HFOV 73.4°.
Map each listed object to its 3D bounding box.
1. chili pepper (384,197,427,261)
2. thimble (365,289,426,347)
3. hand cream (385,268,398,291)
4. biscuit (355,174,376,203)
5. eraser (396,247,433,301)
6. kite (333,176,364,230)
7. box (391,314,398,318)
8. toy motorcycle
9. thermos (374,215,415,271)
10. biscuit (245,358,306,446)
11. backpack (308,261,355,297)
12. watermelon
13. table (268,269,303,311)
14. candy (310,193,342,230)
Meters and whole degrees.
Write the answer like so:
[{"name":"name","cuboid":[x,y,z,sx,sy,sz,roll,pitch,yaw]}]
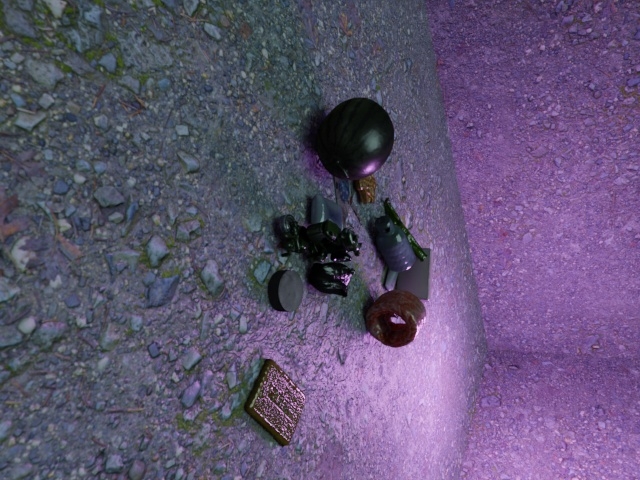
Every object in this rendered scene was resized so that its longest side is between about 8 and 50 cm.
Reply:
[{"name":"chili pepper","cuboid":[0.408,-0.050,2.114,0.359,0.076,0.085,55,24,-1]},{"name":"thimble","cuboid":[0.325,0.339,1.866,0.162,0.239,0.239,-40,120,-54]},{"name":"hand cream","cuboid":[0.364,0.145,2.127,0.079,0.048,0.255,49,49,-37]},{"name":"biscuit","cuboid":[0.194,-0.305,1.895,0.202,0.044,0.288,-4,84,-60]},{"name":"eraser","cuboid":[0.479,0.176,2.186,0.095,0.174,0.270,34,59,-50]},{"name":"kite","cuboid":[0.125,-0.175,1.810,0.314,0.012,0.335,54,44,-40]},{"name":"box","cuboid":[0.330,0.326,2.032,0.084,0.063,0.060,51,44,-41]},{"name":"toy motorcycle","cuboid":[0.000,0.000,1.404,0.275,0.205,0.127,32,54,-49]},{"name":"thermos","cuboid":[0.333,-0.001,2.014,0.286,0.145,0.182,59,8,-35]},{"name":"biscuit","cuboid":[-0.126,0.496,1.306,0.254,0.029,0.172,60,39,-36]},{"name":"backpack","cuboid":[0.033,0.130,1.537,0.165,0.106,0.120,20,91,-39]},{"name":"watermelon","cuboid":[0.125,-0.366,1.578,0.359,0.279,0.278,-57,133,-40]},{"name":"table","cuboid":[-0.109,0.159,1.359,0.133,0.043,0.133,11,77,-58]},{"name":"candy","cuboid":[0.024,-0.085,1.575,0.174,0.071,0.138,21,68,-57]}]
